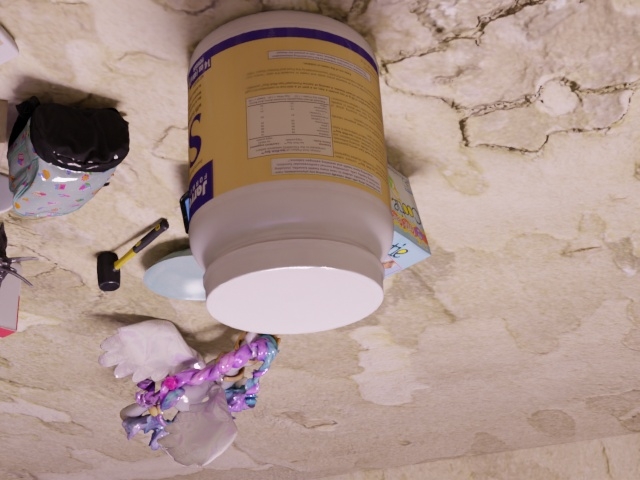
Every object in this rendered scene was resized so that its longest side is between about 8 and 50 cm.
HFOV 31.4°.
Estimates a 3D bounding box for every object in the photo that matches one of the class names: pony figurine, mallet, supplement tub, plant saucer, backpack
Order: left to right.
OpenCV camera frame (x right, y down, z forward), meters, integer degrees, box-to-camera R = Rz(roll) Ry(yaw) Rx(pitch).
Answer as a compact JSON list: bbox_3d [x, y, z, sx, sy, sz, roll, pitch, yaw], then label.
[{"bbox_3d":[-0.351,-0.106,1.514,0.152,0.115,0.182,11,154,-33],"label":"backpack"},{"bbox_3d":[-0.308,0.011,1.866,0.039,0.062,0.190,17,133,-39],"label":"mallet"},{"bbox_3d":[-0.256,0.288,2.236,0.351,0.302,0.363,-25,168,-40],"label":"pony figurine"},{"bbox_3d":[-0.205,0.051,1.950,0.195,0.037,0.195,-2,155,-1],"label":"plant saucer"},{"bbox_3d":[-0.038,-0.078,1.359,0.241,0.331,0.241,-3,154,-1],"label":"supplement tub"}]

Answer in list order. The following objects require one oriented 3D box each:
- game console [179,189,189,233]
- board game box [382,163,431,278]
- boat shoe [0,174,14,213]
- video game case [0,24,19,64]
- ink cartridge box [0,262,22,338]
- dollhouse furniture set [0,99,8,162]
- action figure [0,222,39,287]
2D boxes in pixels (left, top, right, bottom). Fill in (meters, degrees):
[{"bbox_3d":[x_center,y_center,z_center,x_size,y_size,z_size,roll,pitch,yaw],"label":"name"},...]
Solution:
[{"bbox_3d":[-0.145,-0.052,1.697,0.107,0.071,0.122,13,155,5],"label":"game console"},{"bbox_3d":[0.000,0.000,1.698,0.275,0.142,0.144,-28,147,23],"label":"board game box"},{"bbox_3d":[-0.545,-0.050,1.610,0.229,0.080,0.076,-16,176,-40],"label":"boat shoe"},{"bbox_3d":[-0.481,-0.227,1.269,0.206,0.026,0.227,-27,151,4],"label":"video game case"},{"bbox_3d":[-0.606,0.103,1.903,0.176,0.128,0.127,-23,148,34],"label":"ink cartridge box"},{"bbox_3d":[-0.482,-0.078,1.473,0.129,0.183,0.129,6,153,-19],"label":"dollhouse furniture set"},{"bbox_3d":[-0.582,0.037,1.740,0.276,0.164,0.141,-3,160,11],"label":"action figure"}]
